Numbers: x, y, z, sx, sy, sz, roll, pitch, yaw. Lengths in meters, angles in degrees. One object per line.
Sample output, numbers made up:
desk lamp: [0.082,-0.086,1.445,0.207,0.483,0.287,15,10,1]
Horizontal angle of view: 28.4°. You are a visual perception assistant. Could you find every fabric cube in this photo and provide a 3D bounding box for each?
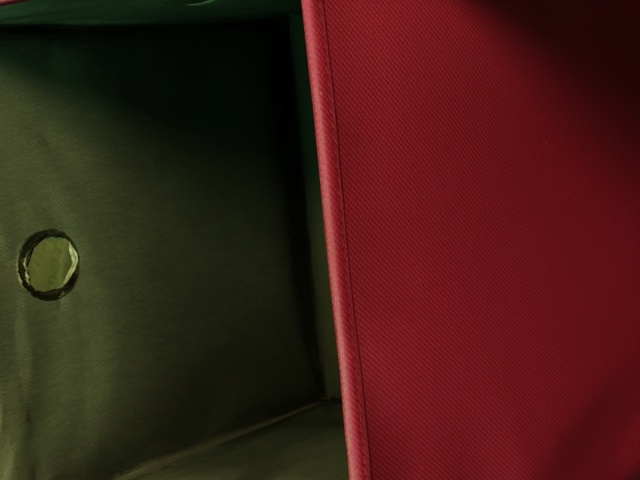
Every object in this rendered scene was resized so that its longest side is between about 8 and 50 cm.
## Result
fabric cube: [0.000,0.000,0.597,0.259,0.258,0.254,1,101,43]
